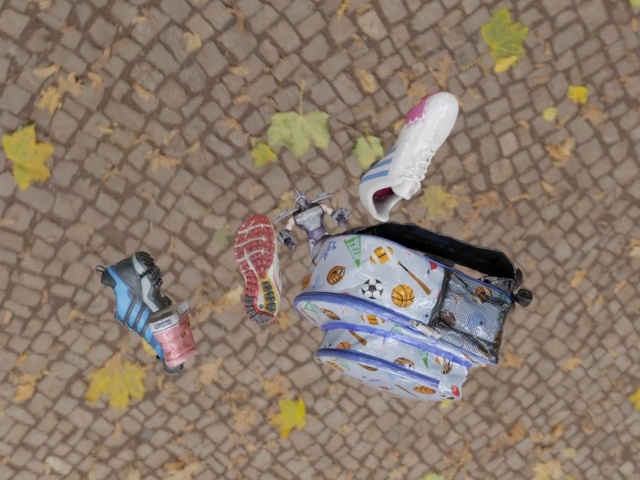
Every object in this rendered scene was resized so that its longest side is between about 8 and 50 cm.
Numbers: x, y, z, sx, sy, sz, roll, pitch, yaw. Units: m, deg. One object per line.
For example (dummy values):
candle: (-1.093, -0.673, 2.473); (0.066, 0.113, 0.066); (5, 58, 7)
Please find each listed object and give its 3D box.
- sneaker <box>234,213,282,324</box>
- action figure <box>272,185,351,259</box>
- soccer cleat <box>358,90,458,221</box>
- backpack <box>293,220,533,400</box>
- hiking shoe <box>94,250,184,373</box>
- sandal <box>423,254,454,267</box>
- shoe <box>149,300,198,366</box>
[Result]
sneaker: (-0.126, 0.058, 1.538); (0.088, 0.093, 0.225); (-1, 93, 10)
action figure: (0.000, 0.000, 1.780); (0.185, 0.099, 0.285); (-24, 94, 6)
soccer cleat: (0.210, -0.178, 1.664); (0.116, 0.143, 0.331); (17, 128, -30)
backpack: (0.095, 0.100, 1.019); (0.263, 0.276, 0.213); (31, 66, -12)
hiking shoe: (-0.414, 0.179, 1.750); (0.132, 0.113, 0.304); (-19, 95, 5)
sandal: (0.207, 0.069, 1.589); (0.179, 0.040, 0.067); (-15, 135, 28)
shoe: (-0.243, 0.155, 1.232); (0.063, 0.178, 0.081); (-20, 96, -4)
